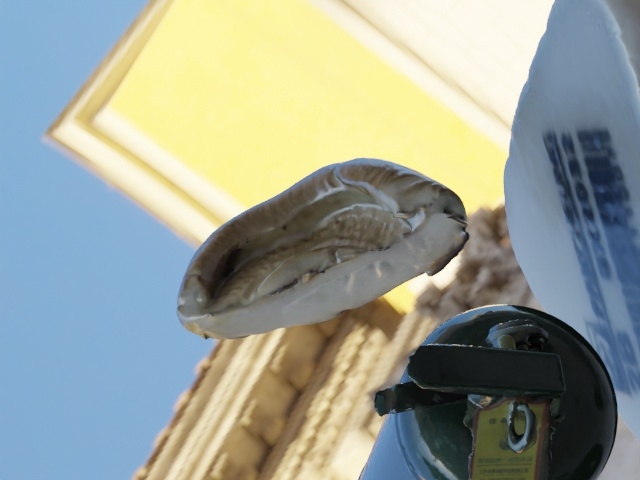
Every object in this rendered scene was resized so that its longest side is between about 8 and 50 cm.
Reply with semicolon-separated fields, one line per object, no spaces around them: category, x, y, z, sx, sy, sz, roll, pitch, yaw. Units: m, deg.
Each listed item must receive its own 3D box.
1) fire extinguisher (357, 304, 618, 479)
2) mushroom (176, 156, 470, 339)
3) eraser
fire extinguisher;0.067;0.099;0.859;0.114;0.311;0.095;-1;-111;-7
mushroom;0.002;0.000;1.237;0.072;0.209;0.094;37;-147;-52
eraser;0.231;0.017;1.034;0.150;0.331;0.331;-21;-105;-12
